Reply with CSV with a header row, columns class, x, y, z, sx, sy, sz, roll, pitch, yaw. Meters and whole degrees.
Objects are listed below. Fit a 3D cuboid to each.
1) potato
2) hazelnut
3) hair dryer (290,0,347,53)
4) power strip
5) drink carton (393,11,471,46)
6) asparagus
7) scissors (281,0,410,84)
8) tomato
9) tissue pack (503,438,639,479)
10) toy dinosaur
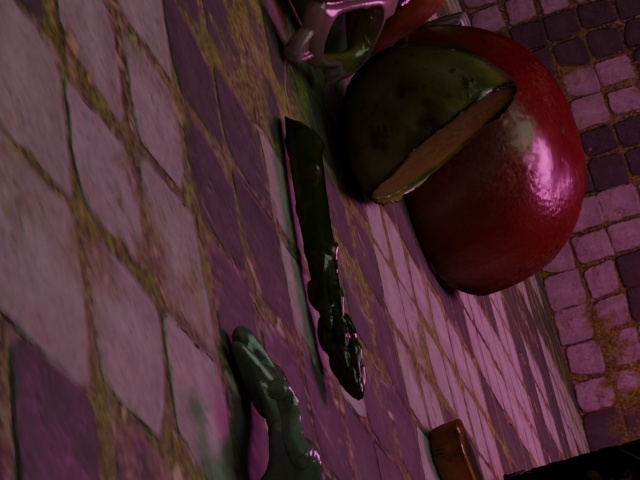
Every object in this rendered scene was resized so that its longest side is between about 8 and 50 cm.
class,x,y,z,sx,sy,sz,roll,pitch,yaw
potato,0.080,-0.120,1.426,0.111,0.160,0.271,49,9,7
hazelnut,0.047,-0.247,1.497,0.150,0.150,0.150,-18,90,-80
hair dryer,-0.022,-0.243,1.364,0.199,0.067,0.167,-118,-169,-51
power strip,0.133,0.232,1.384,0.049,0.028,0.178,-84,154,-66
drink carton,0.185,-0.126,2.037,0.130,0.106,0.315,-63,135,-77
asparagus,0.000,0.001,1.078,0.034,0.027,0.236,43,29,-49
scissors,0.062,-0.212,1.352,0.317,0.024,0.160,-24,137,-60
tomato,0.208,-0.101,1.798,0.338,0.143,0.338,37,48,-56
tissue pack,0.335,0.412,1.672,0.210,0.198,0.370,57,18,-63
toy dinosaur,0.017,0.172,0.802,0.242,0.053,0.167,59,8,-23
